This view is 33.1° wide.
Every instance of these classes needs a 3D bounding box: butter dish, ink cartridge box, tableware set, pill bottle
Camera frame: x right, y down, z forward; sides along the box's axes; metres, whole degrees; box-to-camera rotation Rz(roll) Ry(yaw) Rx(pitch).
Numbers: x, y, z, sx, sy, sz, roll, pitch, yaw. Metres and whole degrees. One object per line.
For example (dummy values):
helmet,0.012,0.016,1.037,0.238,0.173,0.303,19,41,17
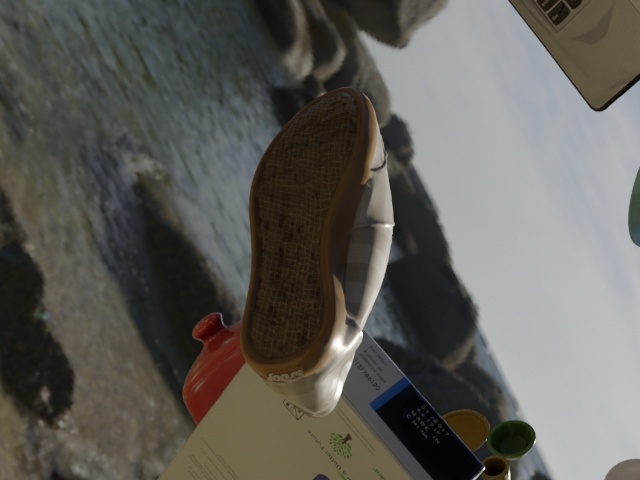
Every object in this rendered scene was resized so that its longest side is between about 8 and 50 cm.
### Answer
butter dish,-0.078,0.122,1.060,0.118,0.160,0.160,48,12,-3
ink cartridge box,-0.028,0.194,0.818,0.165,0.332,0.065,49,45,11
tableware set,0.083,0.161,0.832,0.104,0.154,0.024,-51,133,-36
pill bottle,0.416,0.350,1.379,0.078,0.078,0.137,-108,172,-55

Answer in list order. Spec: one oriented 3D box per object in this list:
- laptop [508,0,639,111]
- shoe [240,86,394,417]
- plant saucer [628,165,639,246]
laptop,0.272,-0.406,1.159,0.236,0.382,0.408,-14,66,-49
shoe,0.000,0.000,0.612,0.058,0.077,0.219,55,33,-40
plant saucer,0.440,-0.078,1.318,0.037,0.195,0.195,19,14,-7
